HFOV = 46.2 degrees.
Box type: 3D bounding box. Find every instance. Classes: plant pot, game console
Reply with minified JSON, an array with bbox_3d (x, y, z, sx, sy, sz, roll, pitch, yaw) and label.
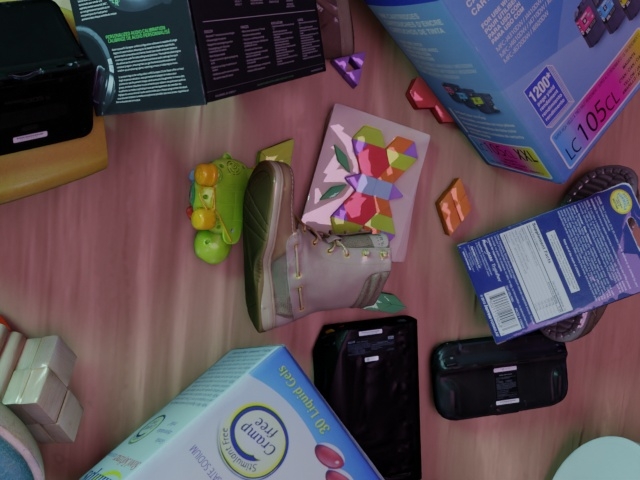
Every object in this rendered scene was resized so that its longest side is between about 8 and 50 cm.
[{"bbox_3d":[-0.319,-0.132,0.719,0.187,0.212,0.212,-9,98,-28],"label":"plant pot"},{"bbox_3d":[-0.264,-0.137,0.637,0.122,0.071,0.107,-22,136,-38],"label":"game console"},{"bbox_3d":[0.167,0.200,0.982,0.362,0.044,0.213,-4,98,-17],"label":"game console"}]

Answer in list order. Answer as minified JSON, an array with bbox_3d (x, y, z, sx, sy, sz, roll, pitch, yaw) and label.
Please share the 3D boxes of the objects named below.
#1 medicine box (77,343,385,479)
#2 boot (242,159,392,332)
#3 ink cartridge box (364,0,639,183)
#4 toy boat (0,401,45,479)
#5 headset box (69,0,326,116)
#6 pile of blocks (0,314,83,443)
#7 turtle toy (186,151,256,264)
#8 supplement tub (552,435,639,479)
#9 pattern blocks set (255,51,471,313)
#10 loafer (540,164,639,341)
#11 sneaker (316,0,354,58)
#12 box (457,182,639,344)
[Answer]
[{"bbox_3d":[-0.096,0.302,0.800,0.289,0.149,0.263,-40,99,-29],"label":"medicine box"},{"bbox_3d":[0.000,0.000,0.841,0.165,0.077,0.213,-9,124,-20],"label":"boot"},{"bbox_3d":[0.213,-0.296,0.845,0.270,0.151,0.395,-51,120,-9],"label":"ink cartridge box"},{"bbox_3d":[-0.423,0.249,0.695,0.318,0.148,0.267,-26,128,8],"label":"toy boat"},{"bbox_3d":[-0.119,-0.281,0.713,0.131,0.246,0.282,0,109,26],"label":"headset box"},{"bbox_3d":[-0.413,0.103,0.768,0.362,0.112,0.149,32,130,-26],"label":"pile of blocks"},{"bbox_3d":[-0.115,-0.036,0.856,0.095,0.066,0.130,1,98,-41],"label":"turtle toy"},{"bbox_3d":[0.486,0.415,1.000,0.325,0.235,0.235,28,86,-18],"label":"supplement tub"},{"bbox_3d":[0.059,-0.068,0.930,0.286,0.026,0.324,-1,95,-17],"label":"pattern blocks set"},{"bbox_3d":[0.363,0.019,1.014,0.087,0.094,0.251,23,89,-49],"label":"loafer"},{"bbox_3d":[-0.006,-0.299,0.852,0.071,0.066,0.188,-7,112,6],"label":"sneaker"},{"bbox_3d":[0.303,0.029,0.948,0.225,0.036,0.136,-21,80,10],"label":"box"}]
